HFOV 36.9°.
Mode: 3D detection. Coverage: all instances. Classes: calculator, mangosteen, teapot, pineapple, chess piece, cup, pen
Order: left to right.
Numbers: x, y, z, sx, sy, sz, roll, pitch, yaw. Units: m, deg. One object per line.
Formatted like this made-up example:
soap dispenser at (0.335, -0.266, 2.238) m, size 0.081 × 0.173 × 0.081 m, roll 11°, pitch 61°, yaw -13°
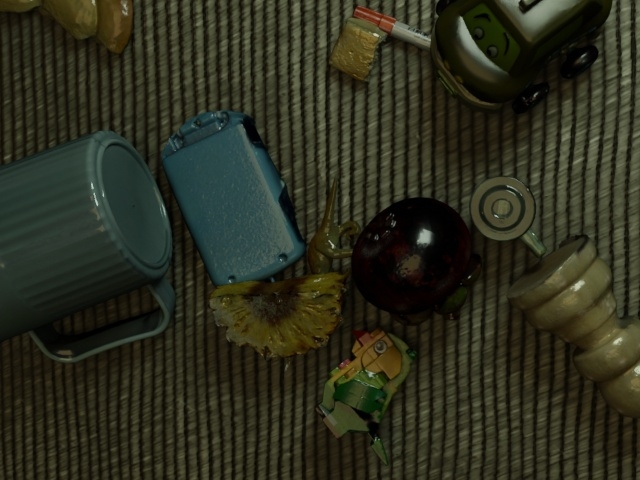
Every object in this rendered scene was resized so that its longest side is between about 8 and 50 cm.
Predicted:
cup at (-0.402, 0.025, 1.461) m, size 0.311 × 0.257 × 0.331 m, roll -20°, pitch 90°, yaw 14°
calculator at (-0.134, -0.058, 1.489) m, size 0.173 × 0.051 × 0.293 m, roll -23°, pitch 91°, yaw 14°
pineapple at (-0.049, 0.123, 1.461) m, size 0.233 × 0.079 × 0.135 m, roll -7°, pitch 110°, yaw 20°
mangosteen at (0.143, 0.037, 1.382) m, size 0.200 × 0.200 × 0.199 m, roll 2°, pitch 97°, yaw 14°
pen at (0.157, -0.289, 1.402) m, size 0.239 × 0.028 × 0.028 m, roll 25°, pitch 102°, yaw 10°
teapot at (0.267, -0.030, 1.373) m, size 0.092 × 0.091 × 0.124 m, roll -13°, pitch 88°, yaw 16°
chess piece at (0.395, 0.132, 1.343) m, size 0.143 × 0.143 × 0.261 m, roll -39°, pitch 90°, yaw 15°

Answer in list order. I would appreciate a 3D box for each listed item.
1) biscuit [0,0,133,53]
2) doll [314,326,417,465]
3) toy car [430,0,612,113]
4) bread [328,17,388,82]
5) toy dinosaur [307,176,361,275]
biscuit at (-0.424, -0.408, 1.526) m, size 0.299 × 0.045 × 0.154 m, roll 19°, pitch 99°, yaw 11°
doll at (0.073, 0.224, 1.441) m, size 0.134 × 0.106 × 0.186 m, roll 22°, pitch 85°, yaw 6°
toy car at (0.267, -0.296, 1.273) m, size 0.248 × 0.198 × 0.204 m, roll -37°, pitch 84°, yaw 2°
bread at (0.054, -0.283, 1.417) m, size 0.070 × 0.035 × 0.083 m, roll 26°, pitch 122°, yaw 11°
toy dinosaur at (0.000, 0.000, 1.470) m, size 0.126 × 0.039 × 0.162 m, roll -22°, pitch 89°, yaw 17°
